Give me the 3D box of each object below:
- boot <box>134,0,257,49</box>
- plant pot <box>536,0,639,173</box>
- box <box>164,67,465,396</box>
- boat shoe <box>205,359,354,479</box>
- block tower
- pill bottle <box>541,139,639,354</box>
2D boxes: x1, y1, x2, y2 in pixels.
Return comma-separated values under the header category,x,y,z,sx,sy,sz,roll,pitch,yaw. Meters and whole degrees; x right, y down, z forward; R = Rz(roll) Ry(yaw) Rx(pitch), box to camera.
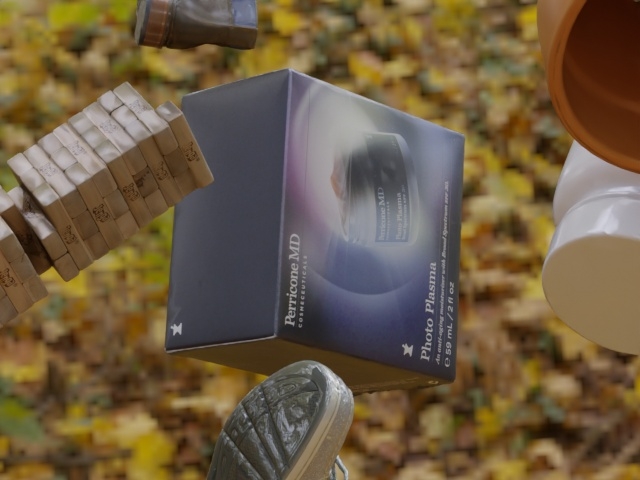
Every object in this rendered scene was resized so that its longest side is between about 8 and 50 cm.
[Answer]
category,x,y,z,sx,sy,sz,roll,pitch,yaw
boot,-0.116,-0.228,1.865,0.106,0.082,0.219,10,29,-9
plant pot,0.281,-0.210,1.391,0.290,0.203,0.291,-6,-39,-5
box,0.000,0.000,2.194,0.182,0.296,0.294,-11,-19,43
boat shoe,-0.047,0.248,1.929,0.103,0.320,0.118,10,31,-33
block tower,-0.266,-0.012,1.810,0.335,0.097,0.091,-34,-45,-11
pill bottle,0.279,-0.054,1.602,0.160,0.283,0.160,14,-41,13
